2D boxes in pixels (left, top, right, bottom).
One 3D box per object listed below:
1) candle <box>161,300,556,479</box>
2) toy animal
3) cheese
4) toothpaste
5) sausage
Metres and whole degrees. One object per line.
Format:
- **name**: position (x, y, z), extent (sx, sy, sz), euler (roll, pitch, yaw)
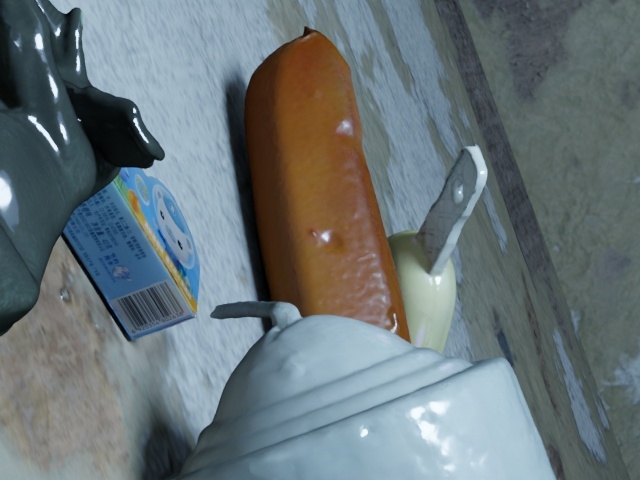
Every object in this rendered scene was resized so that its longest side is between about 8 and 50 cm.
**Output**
- **candle**: position (0.036, 0.182, 1.046), extent (0.342, 0.221, 0.221), euler (68, 14, 1)
- **toy animal**: position (-0.159, -0.048, 0.872), extent (0.146, 0.114, 0.245), euler (57, 40, -24)
- **cheese**: position (0.072, 0.025, 1.416), extent (0.251, 0.054, 0.127), euler (113, -31, -44)
- **toothpaste**: position (-0.128, -0.041, 1.072), extent (0.070, 0.044, 0.193), euler (-91, 157, -55)
- **sausage**: position (0.000, 0.000, 1.394), extent (0.097, 0.094, 0.348), euler (124, -41, -56)
